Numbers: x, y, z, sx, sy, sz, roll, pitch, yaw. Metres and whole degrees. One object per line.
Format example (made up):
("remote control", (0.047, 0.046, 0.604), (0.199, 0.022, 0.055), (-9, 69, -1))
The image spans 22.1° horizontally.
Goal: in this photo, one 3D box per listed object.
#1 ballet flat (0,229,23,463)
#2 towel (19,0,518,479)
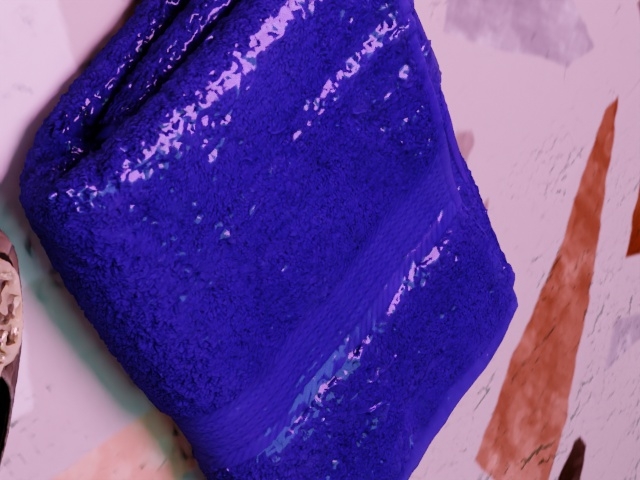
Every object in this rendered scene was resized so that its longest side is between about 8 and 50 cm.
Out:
("ballet flat", (-0.152, 0.115, 0.625), (0.084, 0.058, 0.250), (15, 91, -56))
("towel", (0.000, 0.000, 0.775), (0.227, 0.076, 0.308), (-56, 142, -25))
